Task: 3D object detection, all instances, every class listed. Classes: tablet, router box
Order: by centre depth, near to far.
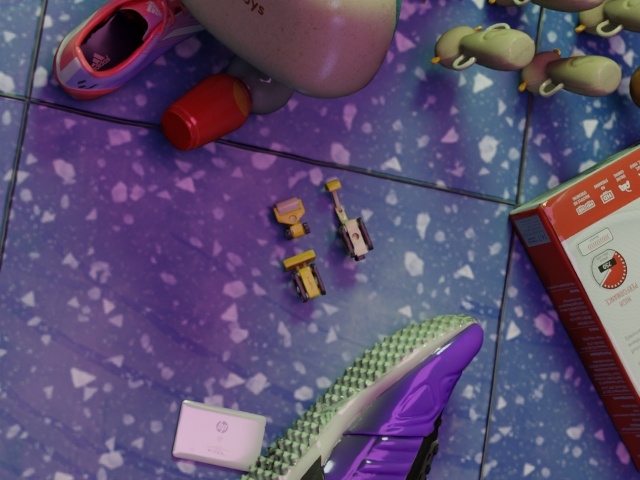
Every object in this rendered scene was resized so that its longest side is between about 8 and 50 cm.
[{"bbox_3d":[-0.094,0.183,1.694,0.083,0.006,0.054,14,79,-17],"label":"tablet"},{"bbox_3d":[0.403,0.026,1.841,0.335,0.082,0.301,-29,93,-20],"label":"router box"}]

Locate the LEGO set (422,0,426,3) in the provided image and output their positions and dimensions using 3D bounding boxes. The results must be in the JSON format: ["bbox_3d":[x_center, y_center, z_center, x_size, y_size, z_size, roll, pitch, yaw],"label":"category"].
[{"bbox_3d":[0.130,-0.271,1.813,0.054,0.023,0.083,24,77,-15],"label":"LEGO set"}]

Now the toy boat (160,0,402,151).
[{"bbox_3d":[-0.050,-0.208,1.596,0.267,0.318,0.148,44,52,15],"label":"toy boat"}]

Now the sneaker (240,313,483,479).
[{"bbox_3d":[0.061,0.199,1.703,0.293,0.102,0.146,-42,102,-13],"label":"sneaker"}]

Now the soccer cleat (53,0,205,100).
[{"bbox_3d":[-0.144,-0.218,1.677,0.248,0.095,0.083,-40,97,-18],"label":"soccer cleat"}]

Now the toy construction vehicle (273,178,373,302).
[{"bbox_3d":[0.000,0.000,1.737,0.086,0.035,0.098,-24,89,-9],"label":"toy construction vehicle"}]

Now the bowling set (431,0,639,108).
[{"bbox_3d":[0.256,-0.201,1.806,0.287,0.154,0.200,-41,116,-20],"label":"bowling set"}]
